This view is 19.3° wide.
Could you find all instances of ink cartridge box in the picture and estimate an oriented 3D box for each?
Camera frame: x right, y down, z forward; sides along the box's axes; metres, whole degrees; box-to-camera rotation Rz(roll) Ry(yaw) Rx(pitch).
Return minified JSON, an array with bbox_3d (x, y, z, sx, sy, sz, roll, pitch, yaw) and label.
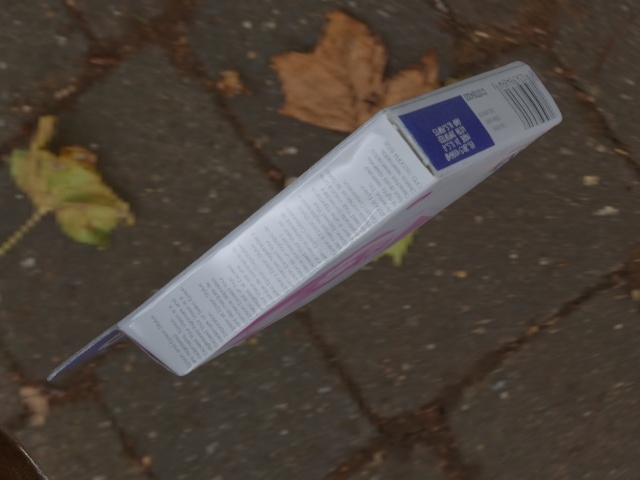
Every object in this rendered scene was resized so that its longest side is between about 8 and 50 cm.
[{"bbox_3d":[0.000,0.000,1.397,0.330,0.324,0.071,-39,85,24],"label":"ink cartridge box"}]

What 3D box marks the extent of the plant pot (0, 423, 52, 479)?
[{"bbox_3d":[-0.245,0.210,1.170,0.165,0.167,0.167,-36,78,1],"label":"plant pot"}]
